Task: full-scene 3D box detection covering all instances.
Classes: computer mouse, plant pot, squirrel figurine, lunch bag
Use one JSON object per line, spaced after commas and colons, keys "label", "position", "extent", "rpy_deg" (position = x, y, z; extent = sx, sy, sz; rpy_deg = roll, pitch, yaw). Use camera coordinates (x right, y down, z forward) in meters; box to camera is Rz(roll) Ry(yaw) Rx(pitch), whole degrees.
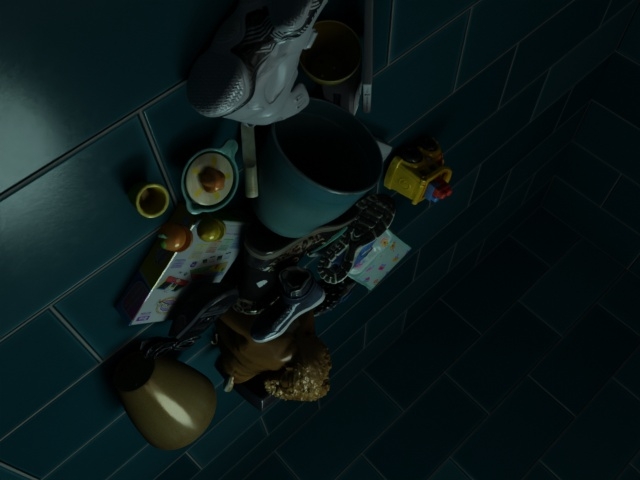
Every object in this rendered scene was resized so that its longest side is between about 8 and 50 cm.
{"label": "computer mouse", "position": [-0.316, 0.182, 1.549], "extent": [0.272, 0.072, 0.188], "rpy_deg": [-42, 161, 19]}
{"label": "plant pot", "position": [-0.440, 0.406, 1.684], "extent": [0.237, 0.237, 0.254], "rpy_deg": [-42, 142, -13]}
{"label": "plant pot", "position": [0.015, -0.383, 1.330], "extent": [0.134, 0.134, 0.095], "rpy_deg": [-44, 178, -9]}
{"label": "squirrel figurine", "position": [-0.155, 0.344, 1.842], "extent": [0.281, 0.397, 0.370], "rpy_deg": [-36, 167, -47]}
{"label": "plant pot", "position": [-0.036, -0.146, 1.455], "extent": [0.272, 0.271, 0.255], "rpy_deg": [-26, 164, -41]}
{"label": "lunch bag", "position": [0.156, 0.026, 2.158], "extent": [0.223, 0.160, 0.262], "rpy_deg": [-46, 143, 7]}

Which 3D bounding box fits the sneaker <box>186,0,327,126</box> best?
{"label": "sneaker", "position": [-0.077, -0.364, 1.179], "extent": [0.366, 0.137, 0.210], "rpy_deg": [-47, 158, 13]}

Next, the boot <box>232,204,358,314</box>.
{"label": "boot", "position": [-0.077, 0.033, 1.676], "extent": [0.377, 0.138, 0.284], "rpy_deg": [-30, 154, -43]}

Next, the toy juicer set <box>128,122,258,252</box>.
{"label": "toy juicer set", "position": [-0.219, -0.098, 1.311], "extent": [0.329, 0.089, 0.209], "rpy_deg": [-38, 127, -25]}

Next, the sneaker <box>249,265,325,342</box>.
{"label": "sneaker", "position": [-0.101, 0.156, 1.578], "extent": [0.226, 0.086, 0.163], "rpy_deg": [-37, 153, -8]}

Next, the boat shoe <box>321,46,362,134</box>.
{"label": "boat shoe", "position": [0.050, -0.368, 1.463], "extent": [0.084, 0.095, 0.258], "rpy_deg": [-67, 171, -46]}

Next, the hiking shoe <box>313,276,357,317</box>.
{"label": "hiking shoe", "position": [0.033, 0.214, 2.289], "extent": [0.304, 0.113, 0.132], "rpy_deg": [-32, 152, -31]}

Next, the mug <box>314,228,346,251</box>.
{"label": "mug", "position": [0.009, -0.047, 1.833], "extent": [0.158, 0.097, 0.129], "rpy_deg": [-32, 171, -23]}

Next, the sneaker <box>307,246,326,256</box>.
{"label": "sneaker", "position": [0.000, 0.000, 1.975], "extent": [0.061, 0.054, 0.152], "rpy_deg": [-22, 147, -40]}

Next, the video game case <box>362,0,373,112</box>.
{"label": "video game case", "position": [0.103, -0.397, 1.368], "extent": [0.173, 0.022, 0.190], "rpy_deg": [61, 30, -82]}

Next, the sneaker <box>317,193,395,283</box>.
{"label": "sneaker", "position": [0.113, -0.013, 1.986], "extent": [0.330, 0.130, 0.147], "rpy_deg": [-50, 176, 8]}

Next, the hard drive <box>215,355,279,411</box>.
{"label": "hard drive", "position": [-0.213, 0.426, 2.042], "extent": [0.172, 0.255, 0.054], "rpy_deg": [-33, 137, -29]}

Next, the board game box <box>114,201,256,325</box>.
{"label": "board game box", "position": [-0.317, 0.059, 1.509], "extent": [0.316, 0.064, 0.242], "rpy_deg": [-54, 156, 16]}

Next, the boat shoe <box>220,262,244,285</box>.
{"label": "boat shoe", "position": [-0.254, 0.098, 1.705], "extent": [0.049, 0.056, 0.152], "rpy_deg": [-28, 173, 23]}

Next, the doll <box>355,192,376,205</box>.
{"label": "doll", "position": [0.110, -0.103, 2.007], "extent": [0.189, 0.046, 0.129], "rpy_deg": [-31, 153, -27]}

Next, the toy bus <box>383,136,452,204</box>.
{"label": "toy bus", "position": [0.352, -0.214, 2.045], "extent": [0.220, 0.211, 0.149], "rpy_deg": [-32, 151, -35]}

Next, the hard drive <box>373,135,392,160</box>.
{"label": "hard drive", "position": [0.054, -0.204, 1.756], "extent": [0.233, 0.047, 0.353], "rpy_deg": [-55, 156, 17]}
